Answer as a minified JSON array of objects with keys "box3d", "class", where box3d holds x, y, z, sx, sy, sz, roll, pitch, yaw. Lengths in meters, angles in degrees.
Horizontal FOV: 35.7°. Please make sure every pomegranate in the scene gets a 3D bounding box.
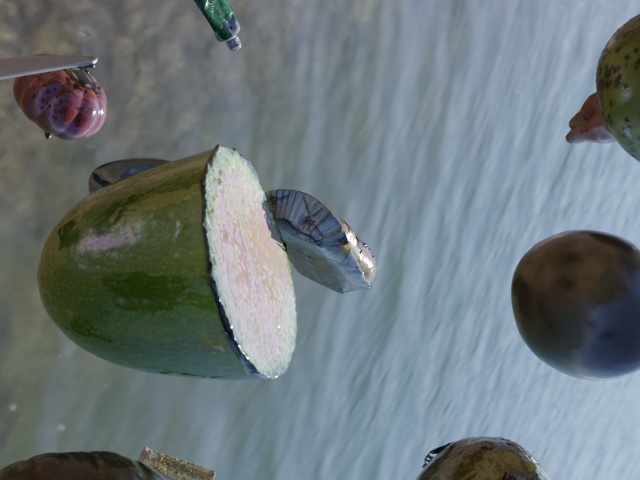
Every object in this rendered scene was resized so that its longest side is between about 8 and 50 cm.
[{"box3d":[0.422,-0.180,1.276,0.248,0.214,0.214,-27,-173,45],"class":"pomegranate"}]

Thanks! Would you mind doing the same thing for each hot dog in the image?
[{"box3d":[0.000,0.000,1.510,0.081,0.163,0.270,-63,157,-15],"class":"hot dog"}]

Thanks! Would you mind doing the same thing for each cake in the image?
[{"box3d":[-0.224,0.357,1.527,0.052,0.121,0.065,-85,177,-60],"class":"cake"}]

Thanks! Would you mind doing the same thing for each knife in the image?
[{"box3d":[-0.447,-0.203,1.252,0.336,0.081,0.043,-16,125,-33],"class":"knife"}]

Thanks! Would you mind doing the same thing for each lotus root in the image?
[{"box3d":[0.089,0.160,0.590,0.088,0.088,0.165,-54,173,-19],"class":"lotus root"}]

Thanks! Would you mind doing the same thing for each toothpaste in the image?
[{"box3d":[-0.201,-0.425,1.700,0.248,0.047,0.078,58,47,-39],"class":"toothpaste"}]

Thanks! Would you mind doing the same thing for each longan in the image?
[{"box3d":[0.303,0.077,1.072,0.159,0.204,0.185,-58,-173,19],"class":"longan"}]

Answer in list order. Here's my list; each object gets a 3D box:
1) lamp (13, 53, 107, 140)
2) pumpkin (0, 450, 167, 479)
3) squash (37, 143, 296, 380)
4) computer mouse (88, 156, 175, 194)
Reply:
[{"box3d":[-0.484,-0.258,1.834,0.140,0.182,0.182,-45,161,17],"class":"lamp"},{"box3d":[-0.232,0.312,0.935,0.238,0.159,0.238,-5,105,-19],"class":"pumpkin"},{"box3d":[-0.223,0.059,1.279,0.310,0.309,0.310,-13,90,-77],"class":"squash"},{"box3d":[-0.218,-0.053,1.702,0.203,0.374,0.114,99,16,-61],"class":"computer mouse"}]
